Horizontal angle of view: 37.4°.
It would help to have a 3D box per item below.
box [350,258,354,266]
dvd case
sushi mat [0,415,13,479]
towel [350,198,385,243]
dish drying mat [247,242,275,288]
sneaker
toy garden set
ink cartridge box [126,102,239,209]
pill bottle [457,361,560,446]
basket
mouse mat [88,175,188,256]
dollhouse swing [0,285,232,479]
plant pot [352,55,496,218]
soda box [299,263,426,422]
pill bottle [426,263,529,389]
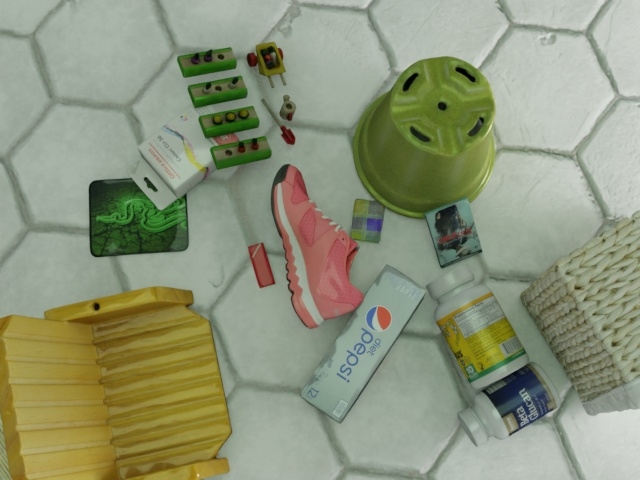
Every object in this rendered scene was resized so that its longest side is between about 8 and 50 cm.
[{"bbox_3d":[0.008,0.067,1.777,0.081,0.028,0.136,21,77,4],"label":"box"},{"bbox_3d":[0.249,-0.014,1.764,0.087,0.013,0.119,-21,118,-4],"label":"dvd case"},{"bbox_3d":[-0.543,0.362,1.726,0.151,0.019,0.316,-38,81,-6],"label":"sushi mat"},{"bbox_3d":[0.090,-0.039,1.806,0.060,0.009,0.083,9,79,1],"label":"towel"},{"bbox_3d":[-0.112,0.047,1.791,0.032,0.008,0.083,-16,79,-4],"label":"dish drying mat"},{"bbox_3d":[0.000,0.001,1.725,0.136,0.116,0.313,-16,72,8],"label":"sneaker"},{"bbox_3d":[-0.136,-0.270,1.790,0.204,0.049,0.244,-15,72,-22],"label":"toy garden set"},{"bbox_3d":[-0.264,-0.163,1.798,0.198,0.067,0.115,-41,82,-10],"label":"ink cartridge box"},{"bbox_3d":[0.335,0.298,1.696,0.169,0.094,0.094,-30,80,-5],"label":"pill bottle"},{"bbox_3d":[0.556,0.103,1.616,0.328,0.331,0.266,-31,78,-6],"label":"basket"},{"bbox_3d":[-0.349,-0.048,1.812,0.190,0.007,0.152,-4,79,-1],"label":"mouse mat"},{"bbox_3d":[-0.339,0.253,1.599,0.315,0.305,0.346,-12,77,-2],"label":"dollhouse swing"},{"bbox_3d":[0.204,-0.201,1.708,0.276,0.254,0.275,0,78,-2],"label":"plant pot"},{"bbox_3d":[0.078,0.189,1.716,0.091,0.098,0.286,33,80,8],"label":"soda box"},{"bbox_3d":[0.278,0.153,1.713,0.118,0.117,0.208,-27,80,-5],"label":"pill bottle"}]
